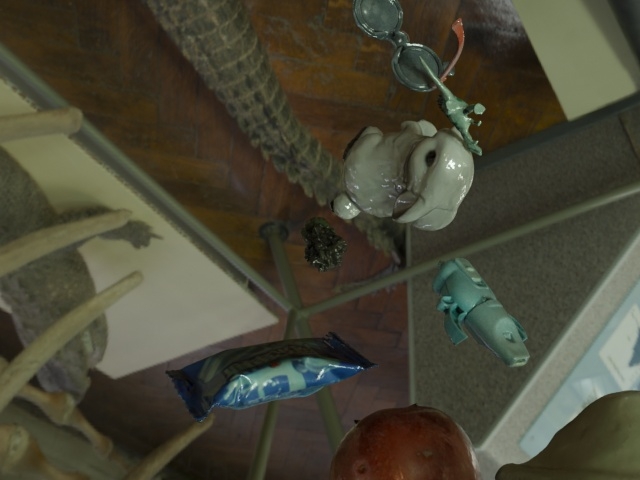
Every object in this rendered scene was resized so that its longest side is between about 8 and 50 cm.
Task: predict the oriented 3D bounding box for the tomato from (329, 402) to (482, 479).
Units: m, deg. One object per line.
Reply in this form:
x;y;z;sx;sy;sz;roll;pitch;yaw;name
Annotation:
0.149;0.423;1.147;0.265;0.265;0.265;3;138;2;tomato

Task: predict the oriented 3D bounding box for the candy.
-0.079;0.219;1.127;0.331;0.187;0.077;-6;105;-26;candy

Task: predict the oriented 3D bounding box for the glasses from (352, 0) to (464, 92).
0.170;-0.392;1.137;0.234;0.118;0.268;56;166;1;glasses

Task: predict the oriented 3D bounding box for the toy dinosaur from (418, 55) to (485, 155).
0.223;-0.227;1.147;0.187;0.044;0.106;44;177;4;toy dinosaur

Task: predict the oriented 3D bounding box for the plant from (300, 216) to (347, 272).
0.000;0.000;1.289;0.085;0.174;0.087;-38;113;8;plant

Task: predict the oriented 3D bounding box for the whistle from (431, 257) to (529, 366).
0.298;0.130;1.272;0.186;0.274;0.093;7;126;-34;whistle

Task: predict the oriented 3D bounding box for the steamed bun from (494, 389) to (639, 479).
0.377;0.381;0.795;0.310;0.219;0.324;45;119;-2;steamed bun

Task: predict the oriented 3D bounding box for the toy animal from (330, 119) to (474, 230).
0.172;-0.126;1.351;0.194;0.357;0.258;27;91;-23;toy animal
